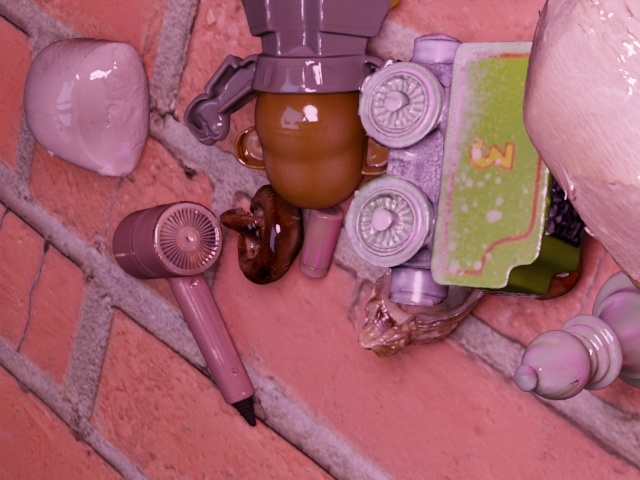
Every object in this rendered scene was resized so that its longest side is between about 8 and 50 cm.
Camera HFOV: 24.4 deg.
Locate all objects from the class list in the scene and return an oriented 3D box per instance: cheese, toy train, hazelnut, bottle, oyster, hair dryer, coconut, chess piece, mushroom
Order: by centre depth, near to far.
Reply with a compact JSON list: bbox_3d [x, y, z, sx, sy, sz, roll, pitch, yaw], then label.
[{"bbox_3d":[0.372,-0.113,1.349,0.346,0.346,0.360,-51,57,38],"label":"coconut"},{"bbox_3d":[0.286,0.112,1.530,0.139,0.272,0.139,14,110,42],"label":"chess piece"},{"bbox_3d":[0.169,-0.074,1.617,0.249,0.173,0.307,4,84,28],"label":"toy train"},{"bbox_3d":[0.255,0.027,1.682,0.086,0.086,0.086,12,108,42],"label":"hazelnut"},{"bbox_3d":[0.138,0.046,1.792,0.161,0.107,0.232,47,110,32],"label":"oyster"},{"bbox_3d":[0.000,0.000,1.938,0.045,0.045,0.096,34,124,34],"label":"bottle"},{"bbox_3d":[-0.076,-0.012,1.984,0.170,0.080,0.135,34,107,53],"label":"mushroom"},{"bbox_3d":[-0.174,0.112,2.092,0.189,0.107,0.344,-8,107,62],"label":"hair dryer"},{"bbox_3d":[-0.345,-0.201,2.147,0.189,0.154,0.198,23,115,45],"label":"cheese"}]

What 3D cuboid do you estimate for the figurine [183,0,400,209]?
[{"bbox_3d":[-0.008,-0.179,1.817,0.343,0.167,0.284,7,103,42],"label":"figurine"}]
